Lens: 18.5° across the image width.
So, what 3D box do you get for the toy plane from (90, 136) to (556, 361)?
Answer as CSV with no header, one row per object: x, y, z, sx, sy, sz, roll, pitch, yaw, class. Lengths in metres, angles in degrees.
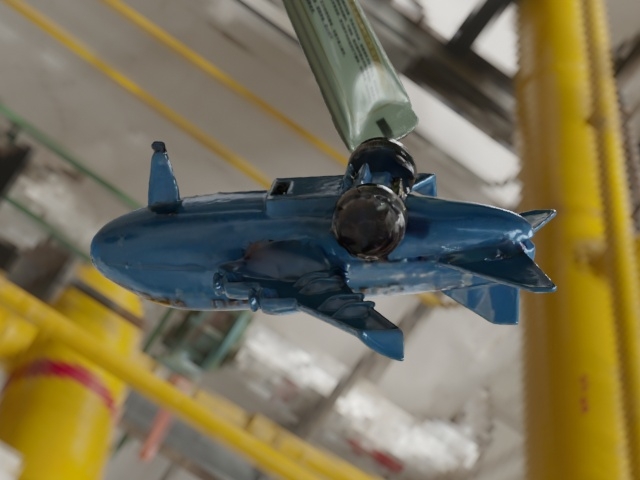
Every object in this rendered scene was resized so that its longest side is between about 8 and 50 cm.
0.000,0.000,1.138,0.254,0.271,0.105,-73,169,-67,toy plane

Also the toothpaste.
-0.008,-0.181,1.370,0.067,0.255,0.037,-30,-174,-32,toothpaste
